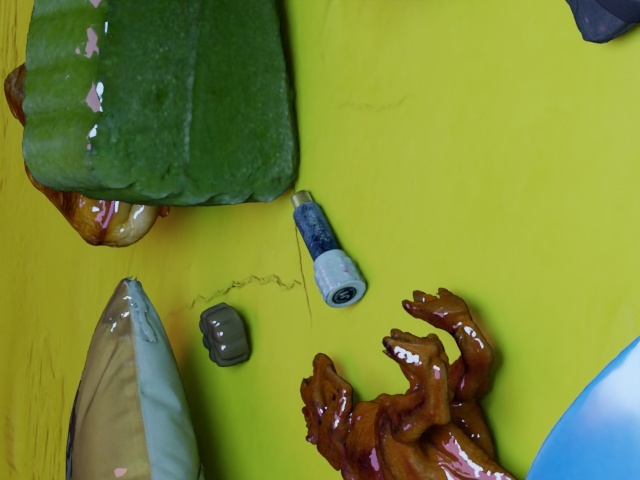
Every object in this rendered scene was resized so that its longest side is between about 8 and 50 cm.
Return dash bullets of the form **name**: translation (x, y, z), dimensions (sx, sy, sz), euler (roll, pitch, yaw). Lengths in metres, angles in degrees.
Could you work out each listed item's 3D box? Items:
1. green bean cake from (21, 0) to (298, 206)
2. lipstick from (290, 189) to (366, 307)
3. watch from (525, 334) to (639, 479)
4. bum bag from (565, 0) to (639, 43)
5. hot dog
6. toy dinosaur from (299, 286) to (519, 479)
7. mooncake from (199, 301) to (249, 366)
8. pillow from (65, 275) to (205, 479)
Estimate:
- **green bean cake**: translation (-0.127, -0.152, 1.163), dimensions (0.125, 0.222, 0.248), euler (2, 88, 47)
- **lipstick**: translation (0.000, 0.000, 1.156), dimensions (0.037, 0.037, 0.116), euler (-58, 44, 39)
- **watch**: translation (0.215, 0.135, 0.656), dimensions (0.241, 0.274, 0.305), euler (55, 129, 36)
- **bum bag**: translation (0.204, -0.181, 0.839), dimensions (0.198, 0.049, 0.087), euler (-23, 69, 54)
- **hot dog**: translation (-0.218, -0.098, 1.365), dimensions (0.349, 0.117, 0.158), euler (-150, 46, -67)
- **toy dinosaur**: translation (0.089, 0.148, 0.989), dimensions (0.432, 0.097, 0.208), euler (36, 135, 51)
- **mooncake**: translation (-0.076, 0.235, 1.274), dimensions (0.150, 0.057, 0.347), euler (122, 143, -67)
- **pillow**: translation (-0.168, 0.239, 1.286), dimensions (0.310, 0.119, 0.312), euler (109, 153, -50)
